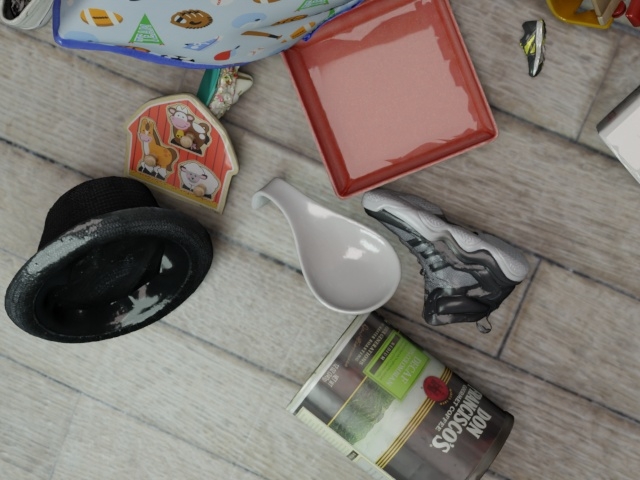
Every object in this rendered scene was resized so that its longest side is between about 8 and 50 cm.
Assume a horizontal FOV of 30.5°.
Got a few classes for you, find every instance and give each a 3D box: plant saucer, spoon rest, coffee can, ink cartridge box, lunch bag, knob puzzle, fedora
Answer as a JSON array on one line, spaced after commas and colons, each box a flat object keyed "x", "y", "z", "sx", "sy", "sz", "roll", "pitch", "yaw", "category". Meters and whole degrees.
[{"x": 0.101, "y": -0.223, "z": 1.725, "sx": 0.258, "sy": 0.048, "sz": 0.259, "roll": -21, "pitch": 89, "yaw": 14, "category": "plant saucer"}, {"x": 0.000, "y": 0.000, "z": 1.718, "sx": 0.137, "sy": 0.084, "sz": 0.276, "roll": -41, "pitch": 65, "yaw": -16, "category": "spoon rest"}, {"x": 0.115, "y": 0.255, "z": 1.729, "sx": 0.275, "sy": 0.201, "sz": 0.201, "roll": 37, "pitch": 104, "yaw": 4, "category": "coffee can"}, {"x": 0.510, "y": -0.201, "z": 1.569, "sx": 0.283, "sy": 0.207, "sz": 0.117, "roll": -43, "pitch": 88, "yaw": 14, "category": "ink cartridge box"}, {"x": -0.106, "y": -0.371, "z": 1.506, "sx": 0.328, "sy": 0.385, "sz": 0.239, "roll": -24, "pitch": 63, "yaw": 52, "category": "lunch bag"}, {"x": -0.215, "y": -0.138, "z": 1.777, "sx": 0.213, "sy": 0.030, "sz": 0.213, "roll": 12, "pitch": 128, "yaw": 15, "category": "knob puzzle"}, {"x": -0.331, "y": 0.015, "z": 1.787, "sx": 0.334, "sy": 0.334, "sz": 0.152, "roll": -29, "pitch": 57, "yaw": 15, "category": "fedora"}]

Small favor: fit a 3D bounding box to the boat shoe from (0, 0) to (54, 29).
[{"x": -0.422, "y": -0.449, "z": 1.780, "sx": 0.096, "sy": 0.088, "sz": 0.267, "roll": 30, "pitch": 104, "yaw": 6, "category": "boat shoe"}]

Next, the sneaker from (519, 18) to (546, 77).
[{"x": 0.305, "y": -0.278, "z": 1.694, "sx": 0.035, "sy": 0.031, "sz": 0.083, "roll": 8, "pitch": 97, "yaw": 24, "category": "sneaker"}]

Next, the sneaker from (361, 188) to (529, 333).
[{"x": 0.161, "y": 0.036, "z": 1.735, "sx": 0.268, "sy": 0.101, "sz": 0.153, "roll": 27, "pitch": 106, "yaw": 8, "category": "sneaker"}]

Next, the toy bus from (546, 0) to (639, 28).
[{"x": 0.385, "y": -0.392, "z": 1.613, "sx": 0.104, "sy": 0.202, "sz": 0.191, "roll": 19, "pitch": 112, "yaw": 39, "category": "toy bus"}]

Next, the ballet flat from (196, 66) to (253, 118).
[{"x": -0.129, "y": -0.272, "z": 1.758, "sx": 0.077, "sy": 0.091, "sz": 0.241, "roll": 11, "pitch": 108, "yaw": -20, "category": "ballet flat"}]
